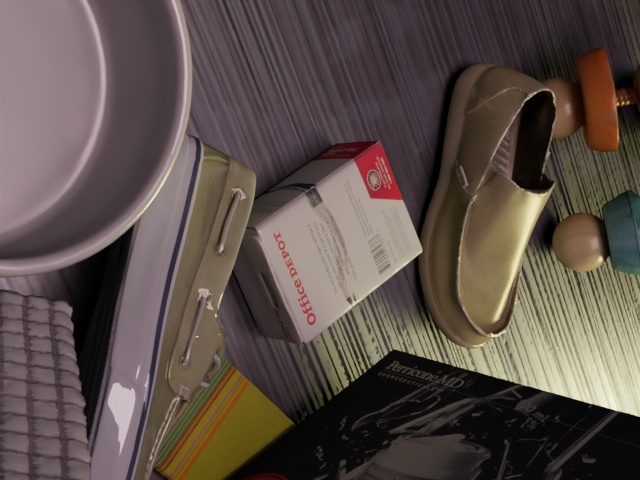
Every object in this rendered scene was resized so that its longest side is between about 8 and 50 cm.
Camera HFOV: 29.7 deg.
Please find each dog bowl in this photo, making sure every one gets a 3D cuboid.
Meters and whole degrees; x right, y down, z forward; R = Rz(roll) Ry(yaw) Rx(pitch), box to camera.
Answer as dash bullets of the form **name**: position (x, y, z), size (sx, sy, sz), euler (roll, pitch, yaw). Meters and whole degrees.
- **dog bowl**: position (-0.220, -0.110, 0.778), size (0.265, 0.104, 0.265), euler (-2, 93, -40)

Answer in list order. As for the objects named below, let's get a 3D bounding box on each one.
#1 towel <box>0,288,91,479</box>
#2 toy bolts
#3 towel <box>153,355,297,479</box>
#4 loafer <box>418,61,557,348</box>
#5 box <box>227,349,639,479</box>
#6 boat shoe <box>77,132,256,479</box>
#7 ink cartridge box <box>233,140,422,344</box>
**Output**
- **towel**: position (-0.253, 0.120, 0.644), size (0.235, 0.284, 0.121), euler (15, 112, -23)
- **toy bolts**: position (0.302, -0.076, 1.233), size (0.218, 0.158, 0.229), euler (-4, 84, -80)
- **towel**: position (-0.072, 0.170, 0.975), size (0.237, 0.021, 0.102), euler (48, 69, -32)
- **loafer**: position (0.159, -0.033, 1.108), size (0.102, 0.092, 0.269), euler (5, 89, -40)
- **box**: position (0.083, 0.260, 0.879), size (0.312, 0.343, 0.179), euler (-34, 116, -30)
- **boat shoe**: position (-0.112, 0.066, 0.861), size (0.094, 0.109, 0.302), euler (17, 77, -21)
- **ink cartridge box**: position (0.000, 0.000, 0.995), size (0.150, 0.063, 0.109), euler (-36, 115, -32)
